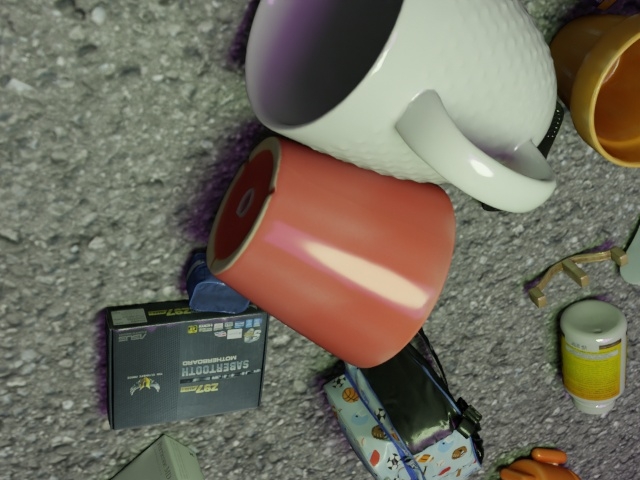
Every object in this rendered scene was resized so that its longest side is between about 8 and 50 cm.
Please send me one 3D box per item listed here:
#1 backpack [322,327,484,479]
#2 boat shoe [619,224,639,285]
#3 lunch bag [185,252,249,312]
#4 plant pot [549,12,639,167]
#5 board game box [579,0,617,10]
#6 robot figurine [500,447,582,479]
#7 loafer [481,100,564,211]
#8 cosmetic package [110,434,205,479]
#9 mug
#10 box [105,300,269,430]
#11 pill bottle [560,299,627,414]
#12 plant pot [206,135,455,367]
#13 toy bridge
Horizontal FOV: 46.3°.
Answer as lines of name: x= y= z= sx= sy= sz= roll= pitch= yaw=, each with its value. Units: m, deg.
backpack: x=0.146 y=0.295 z=1.214 sx=0.213 sy=0.276 sz=0.263 roll=-34 pitch=132 yaw=4
boat shoe: x=0.628 y=-0.018 z=1.354 sx=0.076 sy=0.080 sz=0.229 roll=2 pitch=115 yaw=-44
lunch bag: x=-0.139 y=0.057 z=1.061 sx=0.098 sy=0.065 sz=0.067 roll=8 pitch=134 yaw=-25
plant pot: x=0.423 y=-0.234 z=1.061 sx=0.205 sy=0.188 sz=0.205 roll=-8 pitch=122 yaw=-13
board game box: x=0.388 y=-0.395 z=0.994 sx=0.141 sy=0.048 sz=0.170 roll=7 pitch=151 yaw=-28
robot figurine: x=0.467 y=0.526 z=1.558 sx=0.219 sy=0.158 sz=0.128 roll=21 pitch=130 yaw=-31
loafer: x=0.300 y=-0.136 z=1.141 sx=0.080 sy=0.078 sz=0.220 roll=1 pitch=135 yaw=-19
cosmetic package: x=-0.293 y=0.429 z=1.175 sx=0.231 sy=0.117 sz=0.085 roll=-42 pitch=127 yaw=2
mug: x=0.136 y=-0.173 z=0.869 sx=0.328 sy=0.374 sz=0.276 roll=18 pitch=124 yaw=-38
box: x=-0.198 y=0.179 z=1.109 sx=0.232 sy=0.059 sz=0.183 roll=-3 pitch=120 yaw=-22
pill bottle: x=0.516 y=0.225 z=1.413 sx=0.117 sy=0.117 sz=0.215 roll=-21 pitch=124 yaw=-11
plant pot: x=0.000 y=0.000 z=0.990 sx=0.243 sy=0.275 sz=0.275 roll=25 pitch=106 yaw=-22
toy bridge: x=0.449 y=0.055 z=1.320 sx=0.188 sy=0.063 sz=0.026 roll=-26 pitch=125 yaw=-7
